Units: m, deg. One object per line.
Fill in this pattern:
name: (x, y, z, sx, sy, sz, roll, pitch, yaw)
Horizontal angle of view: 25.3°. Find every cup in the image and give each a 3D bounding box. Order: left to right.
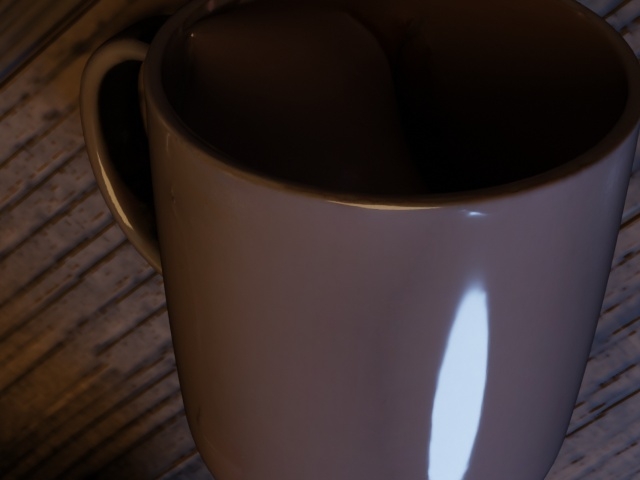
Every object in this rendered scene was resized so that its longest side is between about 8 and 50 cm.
cup: (0.000, 0.000, 0.617, 0.253, 0.191, 0.200, 23, 131, 25)
